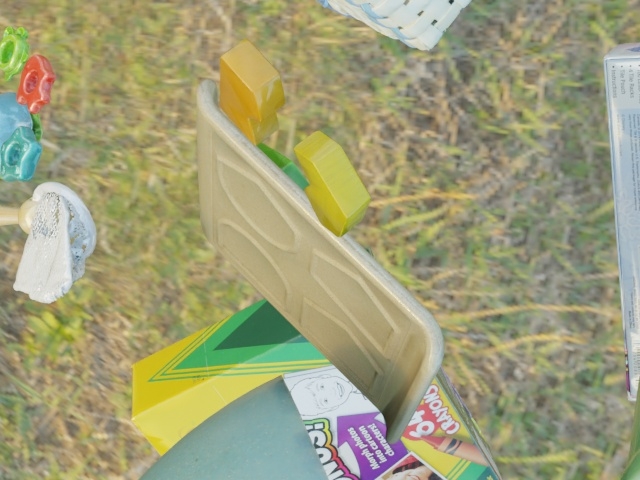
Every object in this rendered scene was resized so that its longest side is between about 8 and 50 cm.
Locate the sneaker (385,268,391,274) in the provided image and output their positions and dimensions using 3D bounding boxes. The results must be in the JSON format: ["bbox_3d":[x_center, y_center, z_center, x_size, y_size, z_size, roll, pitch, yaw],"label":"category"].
[{"bbox_3d":[0.086,0.087,2.032,0.064,0.175,0.067,12,120,-38],"label":"sneaker"}]

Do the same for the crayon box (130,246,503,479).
[{"bbox_3d":[0.003,0.226,1.604,0.313,0.106,0.363,-27,124,8],"label":"crayon box"}]

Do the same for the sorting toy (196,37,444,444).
[{"bbox_3d":[0.000,0.000,0.853,0.041,0.307,0.229,-38,76,-16],"label":"sorting toy"}]

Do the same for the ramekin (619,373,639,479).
[{"bbox_3d":[0.362,0.146,0.960,0.303,0.303,0.148,36,48,-30],"label":"ramekin"}]

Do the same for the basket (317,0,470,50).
[{"bbox_3d":[0.044,-0.365,1.585,0.201,0.289,0.255,-55,146,8],"label":"basket"}]

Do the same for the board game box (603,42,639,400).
[{"bbox_3d":[0.409,-0.013,1.142,0.066,0.318,0.318,-39,126,-59],"label":"board game box"}]

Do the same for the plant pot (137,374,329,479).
[{"bbox_3d":[-0.057,0.258,0.890,0.195,0.290,0.290,-23,110,-4],"label":"plant pot"}]

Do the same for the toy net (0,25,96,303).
[{"bbox_3d":[-0.199,-0.050,0.985,0.045,0.232,0.122,16,120,-44],"label":"toy net"}]
